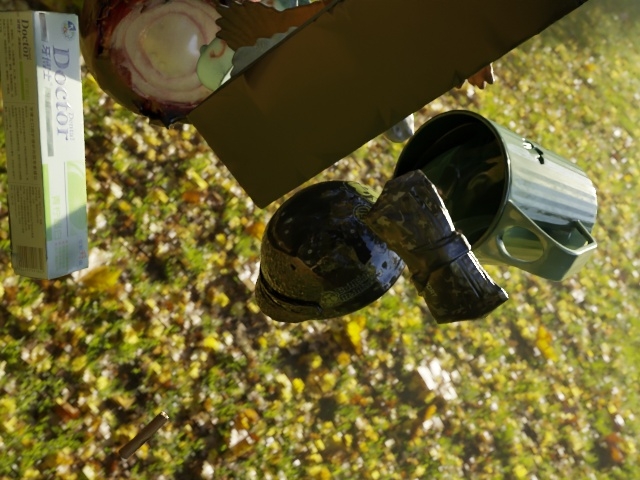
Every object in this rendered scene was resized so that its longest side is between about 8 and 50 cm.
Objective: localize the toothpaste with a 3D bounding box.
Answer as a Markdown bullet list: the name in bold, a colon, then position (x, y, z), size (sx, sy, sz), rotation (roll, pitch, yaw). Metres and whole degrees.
- **toothpaste**: position (-0.355, -0.122, 1.077), size (0.081, 0.067, 0.336), rotation (-22, 115, -61)

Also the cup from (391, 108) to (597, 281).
- **cup**: position (0.388, -0.051, 1.787), size (0.392, 0.310, 0.401), rotation (10, 57, -40)

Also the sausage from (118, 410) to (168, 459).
- **sausage**: position (-0.346, 0.381, 1.641), size (0.026, 0.116, 0.026), rotation (46, -6, 6)

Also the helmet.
- **helmet**: position (0.000, 0.000, 1.358), size (0.230, 0.279, 0.160), rotation (-116, -178, -46)

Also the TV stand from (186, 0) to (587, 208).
- **TV stand**: position (0.043, -0.128, 0.540), size (0.088, 0.269, 0.083), rotation (52, 30, -12)

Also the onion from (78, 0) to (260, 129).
- **onion**: position (-0.253, -0.376, 1.482), size (0.341, 0.341, 0.341), rotation (28, 41, -27)

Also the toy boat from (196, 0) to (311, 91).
- **toy boat**: position (-0.109, -0.312, 1.280), size (0.079, 0.207, 0.134), rotation (52, 16, 3)

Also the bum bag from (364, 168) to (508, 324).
- **bum bag**: position (0.157, 0.019, 1.163), size (0.102, 0.069, 0.248), rotation (-39, 101, -10)

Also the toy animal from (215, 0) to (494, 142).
- **toy animal**: position (0.056, -0.265, 0.872), size (0.302, 0.284, 0.225), rotation (19, 15, -17)
